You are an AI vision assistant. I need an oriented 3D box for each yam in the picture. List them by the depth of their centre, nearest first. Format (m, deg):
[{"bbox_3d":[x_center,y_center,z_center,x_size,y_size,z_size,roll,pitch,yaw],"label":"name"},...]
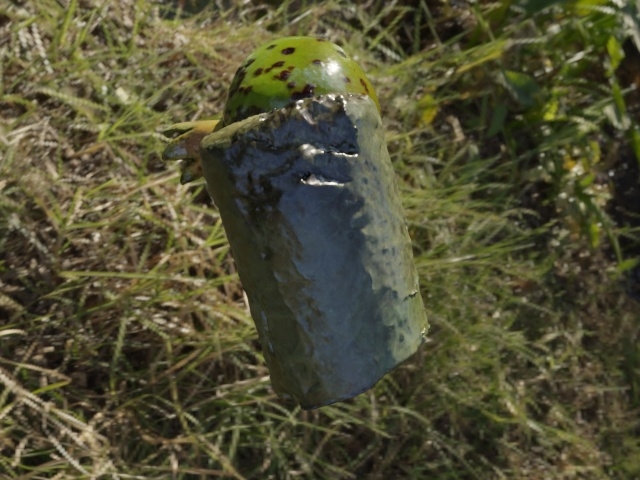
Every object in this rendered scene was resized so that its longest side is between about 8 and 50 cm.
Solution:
[{"bbox_3d":[0.000,0.000,0.937,0.195,0.195,0.300,-27,108,-38],"label":"yam"}]

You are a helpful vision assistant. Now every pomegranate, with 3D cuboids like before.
[{"bbox_3d":[-0.053,-0.122,1.172,0.231,0.286,0.231,51,14,-18],"label":"pomegranate"}]
